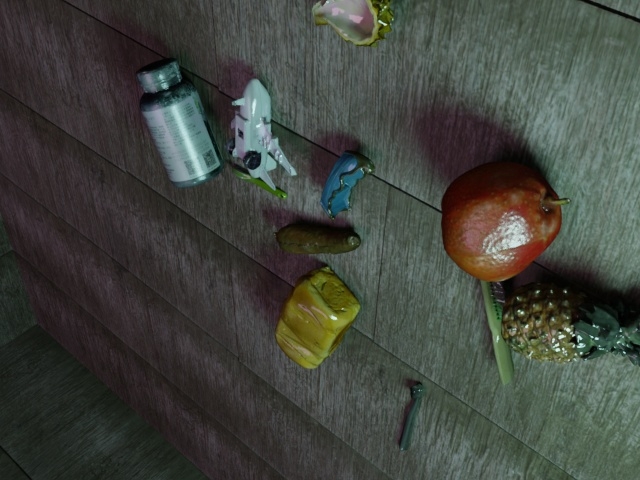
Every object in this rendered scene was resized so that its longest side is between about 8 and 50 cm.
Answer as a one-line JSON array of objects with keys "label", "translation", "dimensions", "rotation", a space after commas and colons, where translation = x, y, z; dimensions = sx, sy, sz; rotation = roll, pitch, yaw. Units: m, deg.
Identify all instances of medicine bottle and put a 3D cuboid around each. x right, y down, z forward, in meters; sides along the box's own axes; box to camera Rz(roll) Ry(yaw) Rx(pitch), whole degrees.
[{"label": "medicine bottle", "translation": [-0.340, -0.282, 1.947], "dimensions": [0.141, 0.141, 0.293], "rotation": [11, 129, 45]}]

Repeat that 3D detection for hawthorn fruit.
[{"label": "hawthorn fruit", "translation": [0.311, -0.041, 1.338], "dimensions": [0.225, 0.196, 0.196], "rotation": [-19, 105, 44]}]

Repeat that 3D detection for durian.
[{"label": "durian", "translation": [0.060, -0.406, 1.414], "dimensions": [0.140, 0.078, 0.224], "rotation": [54, 159, -24]}]

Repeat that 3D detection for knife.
[{"label": "knife", "translation": [-0.152, -0.140, 1.954], "dimensions": [0.184, 0.026, 0.022], "rotation": [28, 143, 28]}]

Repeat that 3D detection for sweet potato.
[{"label": "sweet potato", "translation": [0.000, 0.000, 1.856], "dimensions": [0.273, 0.075, 0.075], "rotation": [5, 124, 45]}]

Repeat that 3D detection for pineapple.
[{"label": "pineapple", "translation": [0.456, 0.150, 1.366], "dimensions": [0.310, 0.141, 0.170], "rotation": [8, 163, 43]}]

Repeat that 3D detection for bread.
[{"label": "bread", "translation": [-0.018, 0.196, 2.004], "dimensions": [0.167, 0.132, 0.294], "rotation": [39, 143, 9]}]

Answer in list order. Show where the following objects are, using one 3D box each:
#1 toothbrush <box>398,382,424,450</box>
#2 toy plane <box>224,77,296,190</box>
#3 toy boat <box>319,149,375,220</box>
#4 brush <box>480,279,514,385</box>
[{"label": "toothbrush", "translation": [0.222, 0.445, 2.030], "dimensions": [0.297, 0.030, 0.030], "rotation": [95, 155, -47]}, {"label": "toy plane", "translation": [-0.147, -0.235, 1.791], "dimensions": [0.251, 0.101, 0.255], "rotation": [40, 146, 40]}, {"label": "toy boat", "translation": [0.060, -0.114, 1.672], "dimensions": [0.077, 0.075, 0.185], "rotation": [44, 142, 18]}, {"label": "brush", "translation": [0.355, 0.162, 1.587], "dimensions": [0.048, 0.054, 0.282], "rotation": [5, 125, 33]}]
